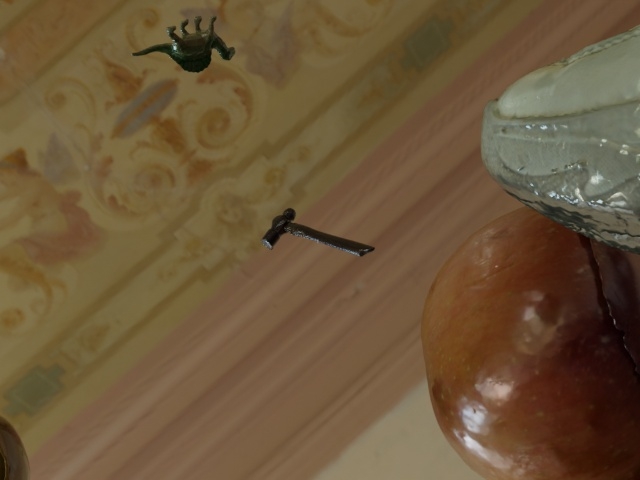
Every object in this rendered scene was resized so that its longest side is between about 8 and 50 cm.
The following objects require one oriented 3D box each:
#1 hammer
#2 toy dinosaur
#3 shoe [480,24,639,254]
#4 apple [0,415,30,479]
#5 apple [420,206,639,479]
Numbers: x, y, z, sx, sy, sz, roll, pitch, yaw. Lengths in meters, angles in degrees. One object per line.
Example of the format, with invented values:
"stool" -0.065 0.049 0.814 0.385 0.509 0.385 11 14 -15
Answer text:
"hammer" 0.000 0.000 1.401 0.065 0.178 0.021 -50 -47 -22
"toy dinosaur" -0.153 -0.216 1.252 0.119 0.029 0.060 -21 -69 -21
"shoe" 0.228 -0.100 0.416 0.132 0.342 0.211 21 -113 -61
"apple" -0.527 0.340 1.562 0.236 0.237 0.207 -11 -28 -29
"apple" 0.201 0.097 0.943 0.206 0.272 0.251 -22 -43 19
